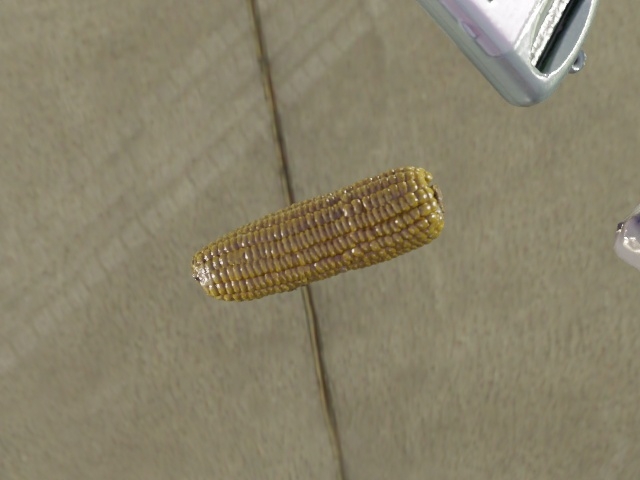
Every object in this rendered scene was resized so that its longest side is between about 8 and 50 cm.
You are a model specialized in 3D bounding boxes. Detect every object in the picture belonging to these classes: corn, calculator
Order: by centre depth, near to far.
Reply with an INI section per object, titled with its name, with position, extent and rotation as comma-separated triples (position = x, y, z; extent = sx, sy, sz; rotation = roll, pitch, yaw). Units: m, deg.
[calculator]
position = 0.129, -0.210, 1.163
extent = 0.045, 0.246, 0.141
rotation = -2, 51, 51
[corn]
position = 0.000, 0.000, 1.368
extent = 0.231, 0.080, 0.080
rotation = -21, 67, 7

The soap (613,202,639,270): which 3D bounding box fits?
[soap]
position = 0.566, 0.015, 1.518
extent = 0.350, 0.213, 0.435
rotation = -15, 41, -44
